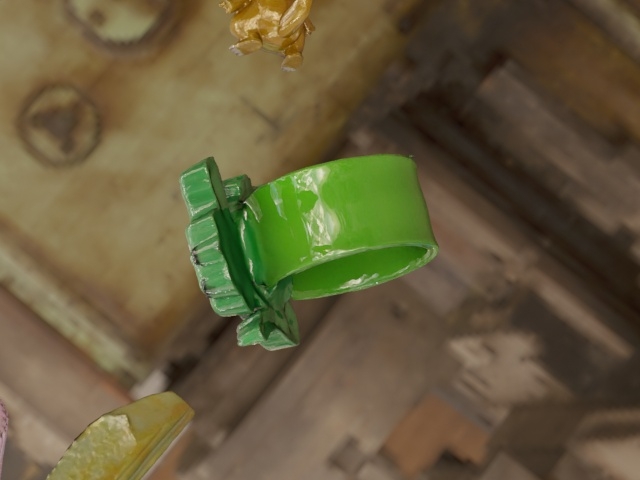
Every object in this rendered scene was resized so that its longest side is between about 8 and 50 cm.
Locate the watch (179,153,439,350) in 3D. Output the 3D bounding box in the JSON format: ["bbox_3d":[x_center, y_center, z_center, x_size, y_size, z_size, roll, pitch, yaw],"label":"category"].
[{"bbox_3d":[0.000,0.000,1.329,0.165,0.152,0.131,37,-141,-71],"label":"watch"}]

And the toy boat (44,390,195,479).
[{"bbox_3d":[-0.177,0.189,1.603,0.065,0.172,0.066,39,166,24],"label":"toy boat"}]

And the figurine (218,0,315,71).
[{"bbox_3d":[-0.049,-0.288,2.139,0.121,0.176,0.122,12,137,-30],"label":"figurine"}]

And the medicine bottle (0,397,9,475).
[{"bbox_3d":[-0.284,0.218,1.106,0.178,0.290,0.178,12,-161,-4],"label":"medicine bottle"}]
